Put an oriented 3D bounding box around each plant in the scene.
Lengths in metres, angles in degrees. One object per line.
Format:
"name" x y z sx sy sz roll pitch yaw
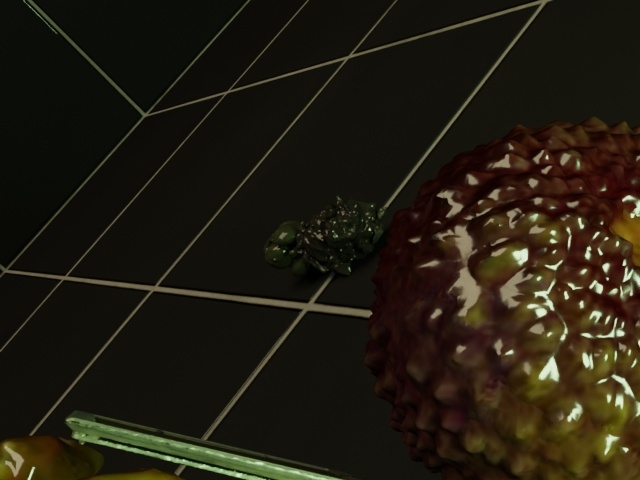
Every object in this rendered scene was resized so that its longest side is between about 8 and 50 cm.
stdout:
"plant" 0.000 0.000 1.250 0.174 0.087 0.085 -15 5 44

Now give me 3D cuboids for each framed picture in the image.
"framed picture" -0.063 0.154 0.779 0.296 0.232 0.019 142 142 -77

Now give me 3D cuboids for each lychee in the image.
"lychee" 0.141 0.061 0.658 0.271 0.271 0.271 -38 22 18

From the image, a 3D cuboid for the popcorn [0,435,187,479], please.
"popcorn" -0.099 0.279 0.657 0.326 0.321 0.290 103 -170 -57
